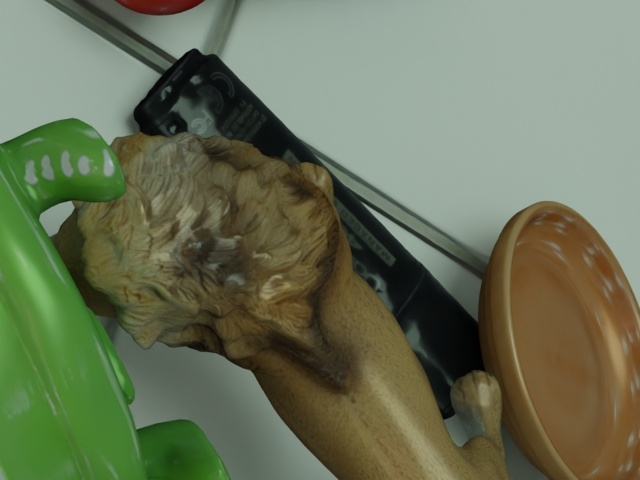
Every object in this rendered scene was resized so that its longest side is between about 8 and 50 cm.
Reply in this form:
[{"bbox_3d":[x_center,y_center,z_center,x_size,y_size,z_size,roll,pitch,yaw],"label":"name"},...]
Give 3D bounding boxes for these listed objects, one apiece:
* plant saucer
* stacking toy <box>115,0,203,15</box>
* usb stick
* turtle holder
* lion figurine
[{"bbox_3d":[0.157,0.074,1.248,0.200,0.037,0.200,32,49,-47],"label":"plant saucer"},{"bbox_3d":[-0.011,-0.218,1.216,0.330,0.141,0.141,-27,89,-36],"label":"stacking toy"},{"bbox_3d":[0.000,0.000,1.188,0.278,0.045,0.077,45,58,-13],"label":"usb stick"},{"bbox_3d":[-0.208,0.030,0.815,0.227,0.243,0.320,-28,54,-16],"label":"turtle holder"},{"bbox_3d":[0.017,0.087,1.041,0.392,0.142,0.240,45,8,-7],"label":"lion figurine"}]
